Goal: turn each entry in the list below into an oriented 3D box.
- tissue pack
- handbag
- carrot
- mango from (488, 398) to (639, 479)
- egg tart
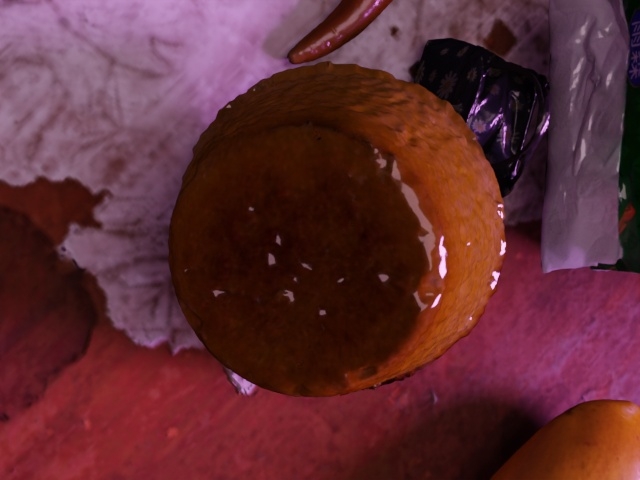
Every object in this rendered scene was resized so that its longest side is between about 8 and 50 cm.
[{"bbox_3d":[0.228,-0.078,0.835,0.156,0.148,0.209,-2,93,-15],"label":"tissue pack"},{"bbox_3d":[0.109,-0.079,0.792,0.072,0.139,0.115,20,84,-19],"label":"handbag"},{"bbox_3d":[0.031,-0.167,0.819,0.035,0.035,0.142,43,81,-16],"label":"carrot"},{"bbox_3d":[0.170,0.227,0.832,0.153,0.126,0.252,24,75,-9],"label":"mango"},{"bbox_3d":[0.000,0.000,0.717,0.215,0.171,0.215,1,97,11],"label":"egg tart"}]
